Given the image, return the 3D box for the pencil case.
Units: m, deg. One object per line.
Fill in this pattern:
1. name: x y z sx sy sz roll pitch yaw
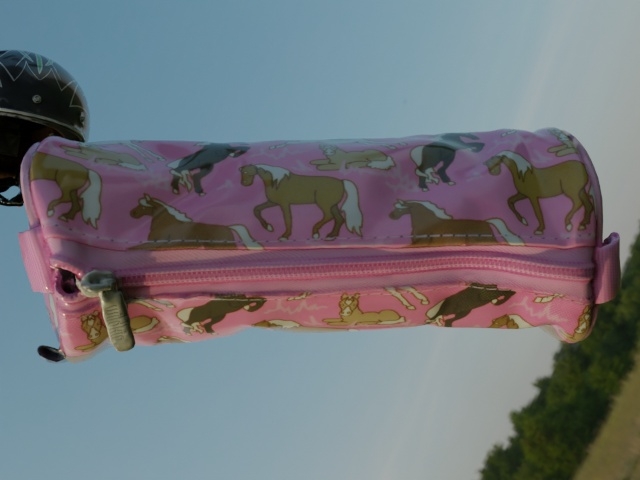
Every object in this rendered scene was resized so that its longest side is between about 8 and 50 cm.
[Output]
1. pencil case: 0.000 0.000 0.622 0.160 0.386 0.167 100 166 -57

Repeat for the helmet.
1. helmet: -0.326 -0.123 0.970 0.169 0.169 0.162 -18 -49 -66
